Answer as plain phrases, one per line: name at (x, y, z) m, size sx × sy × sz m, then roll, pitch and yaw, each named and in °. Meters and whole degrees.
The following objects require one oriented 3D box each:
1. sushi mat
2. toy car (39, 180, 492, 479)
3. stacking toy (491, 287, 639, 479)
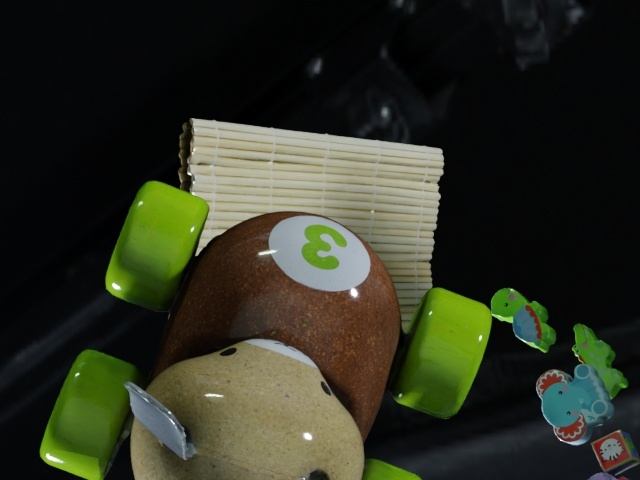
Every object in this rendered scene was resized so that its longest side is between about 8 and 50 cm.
sushi mat at (0.000, 0.000, 1.319) m, size 0.019 × 0.316 × 0.151 m, roll 1°, pitch -91°, yaw 35°
toy car at (-0.021, 0.062, 0.705) m, size 0.155 × 0.188 × 0.149 m, roll 21°, pitch -89°, yaw -1°
stacking toy at (0.185, 0.144, 1.263) m, size 0.052 × 0.221 × 0.167 m, roll -29°, pitch -25°, yaw 17°
